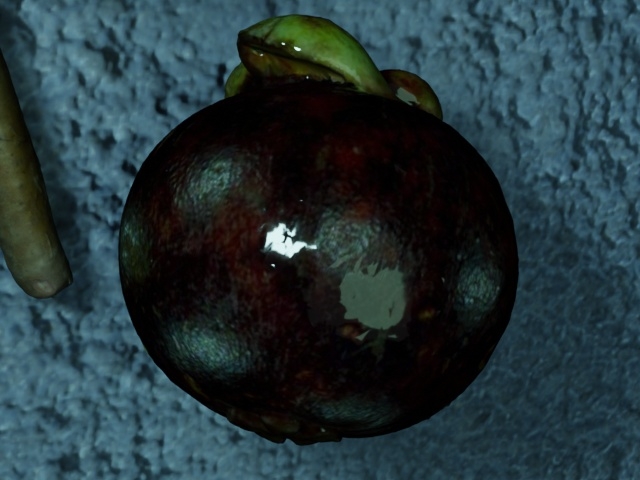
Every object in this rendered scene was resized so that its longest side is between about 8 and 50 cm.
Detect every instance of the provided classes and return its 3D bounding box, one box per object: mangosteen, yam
[{"bbox_3d":[0.000,0.000,1.306,0.288,0.288,0.288,-14,118,-27],"label":"mangosteen"},{"bbox_3d":[-0.218,-0.071,1.265,0.046,0.046,0.264,-26,122,-20],"label":"yam"}]
